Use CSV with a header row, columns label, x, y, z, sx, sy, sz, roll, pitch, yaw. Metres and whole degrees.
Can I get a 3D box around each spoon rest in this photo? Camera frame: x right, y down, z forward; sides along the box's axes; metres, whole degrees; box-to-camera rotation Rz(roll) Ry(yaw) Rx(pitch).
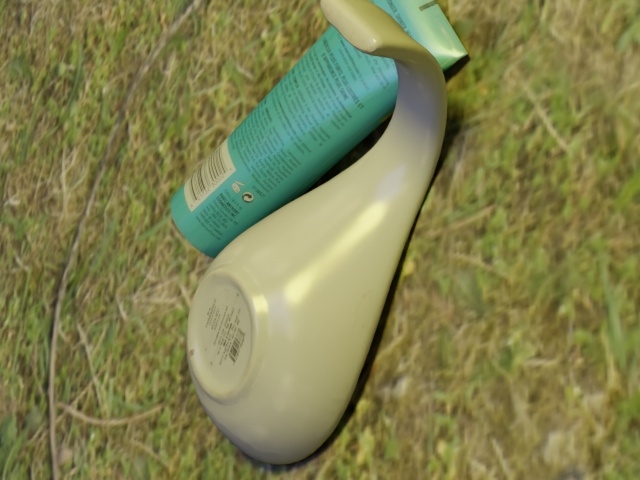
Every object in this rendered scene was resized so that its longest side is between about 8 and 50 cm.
label,x,y,z,sx,sy,sz,roll,pitch,yaw
spoon rest,0.000,0.000,0.984,0.137,0.084,0.276,51,129,41

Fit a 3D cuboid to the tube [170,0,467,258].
label,x,y,z,sx,sy,sz,roll,pitch,yaw
tube,-0.005,-0.070,1.034,0.207,0.052,0.080,-43,65,29
